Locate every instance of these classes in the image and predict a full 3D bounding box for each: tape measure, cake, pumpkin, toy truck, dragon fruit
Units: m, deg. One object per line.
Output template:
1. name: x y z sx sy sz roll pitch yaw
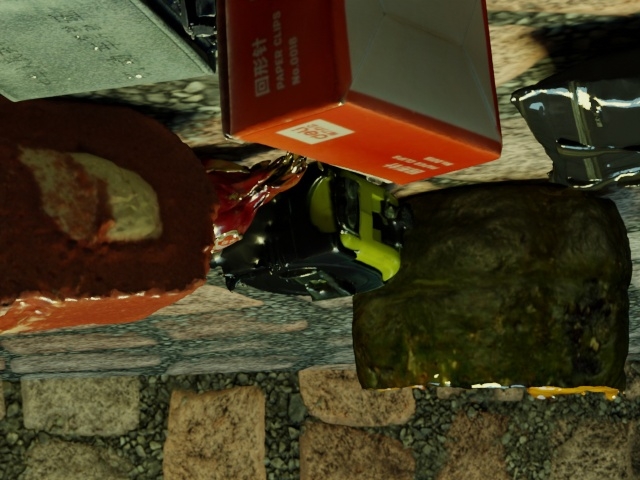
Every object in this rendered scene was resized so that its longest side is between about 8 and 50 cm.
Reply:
1. tape measure: 0.000 0.000 1.442 0.199 0.112 0.186 -9 164 33
2. cake: -0.225 -0.021 1.143 0.283 0.177 0.151 -3 169 -31
3. pumpkin: 0.186 0.069 1.560 0.303 0.225 0.256 -2 169 -11
4. toy truck: -0.049 -0.150 0.924 0.083 0.039 0.044 -4 -178 -7
5. dragon fruit: -0.082 -0.042 1.298 0.190 0.094 0.094 -16 164 27

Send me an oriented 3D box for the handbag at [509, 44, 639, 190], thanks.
1. handbag: 0.268 -0.101 1.137 0.211 0.089 0.254 -13 165 14

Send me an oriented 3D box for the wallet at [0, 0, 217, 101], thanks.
1. wallet: -0.173 -0.138 0.937 0.167 0.036 0.222 -7 168 10

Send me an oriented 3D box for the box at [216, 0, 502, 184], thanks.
1. box: 0.026 -0.115 0.882 0.099 0.133 0.182 -12 167 36
